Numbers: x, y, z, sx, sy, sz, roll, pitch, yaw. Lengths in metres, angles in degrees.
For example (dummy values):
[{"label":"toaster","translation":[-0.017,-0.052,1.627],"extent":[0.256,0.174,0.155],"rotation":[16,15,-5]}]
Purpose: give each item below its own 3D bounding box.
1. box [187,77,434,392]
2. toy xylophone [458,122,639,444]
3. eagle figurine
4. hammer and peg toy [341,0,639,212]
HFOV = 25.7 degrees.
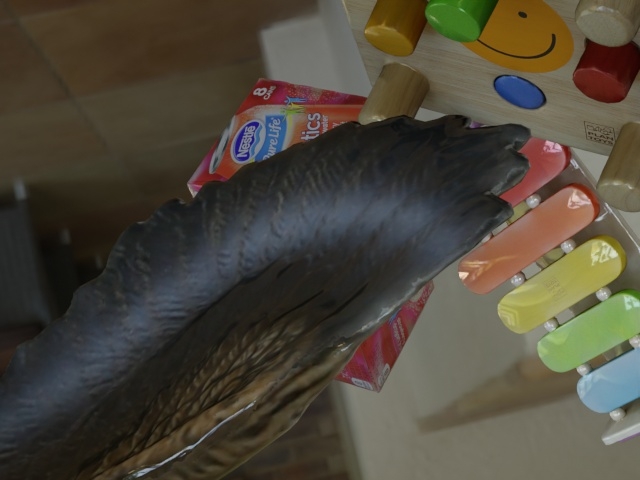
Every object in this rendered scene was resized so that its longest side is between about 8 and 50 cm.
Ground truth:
[{"label":"box","translation":[0.000,0.000,1.204],"extent":[0.122,0.128,0.257],"rotation":[14,147,28]},{"label":"toy xylophone","translation":[0.235,0.013,1.243],"extent":[0.081,0.323,0.236],"rotation":[-34,168,-40]},{"label":"eagle figurine","translation":[-0.067,0.099,0.357],"extent":[0.298,0.226,0.225],"rotation":[-9,-157,-28]},{"label":"hammer and peg toy","translation":[0.172,-0.125,0.889],"extent":[0.361,0.127,0.266],"rotation":[18,157,23]}]
